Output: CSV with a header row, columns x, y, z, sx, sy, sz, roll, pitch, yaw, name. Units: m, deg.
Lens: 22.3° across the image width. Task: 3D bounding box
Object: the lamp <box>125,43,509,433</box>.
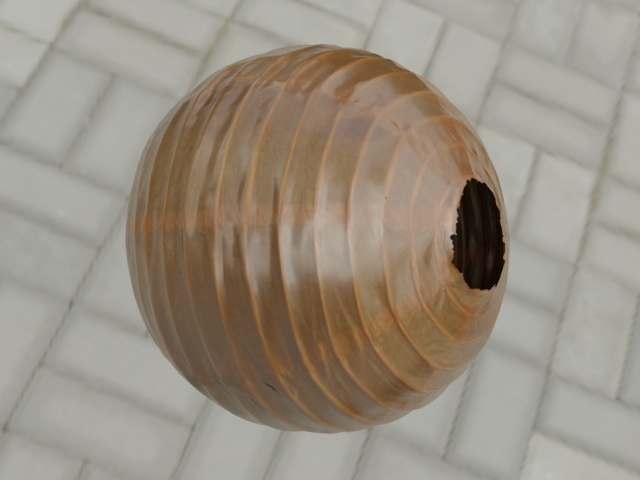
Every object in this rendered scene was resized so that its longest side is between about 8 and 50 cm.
x,y,z,sx,sy,sz,roll,pitch,yaw,name
0.000,0.000,0.557,0.136,0.136,0.136,11,48,-12,lamp
